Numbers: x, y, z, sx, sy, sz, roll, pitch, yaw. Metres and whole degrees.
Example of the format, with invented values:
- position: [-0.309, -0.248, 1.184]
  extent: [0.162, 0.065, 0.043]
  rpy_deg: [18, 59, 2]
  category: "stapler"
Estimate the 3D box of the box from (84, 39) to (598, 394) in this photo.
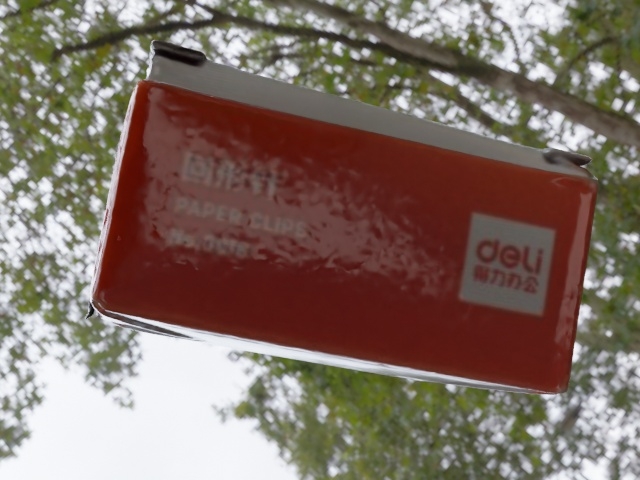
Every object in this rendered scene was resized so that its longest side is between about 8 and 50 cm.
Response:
- position: [0.000, 0.000, 0.429]
  extent: [0.133, 0.182, 0.099]
  rpy_deg: [146, 135, -78]
  category: "box"
